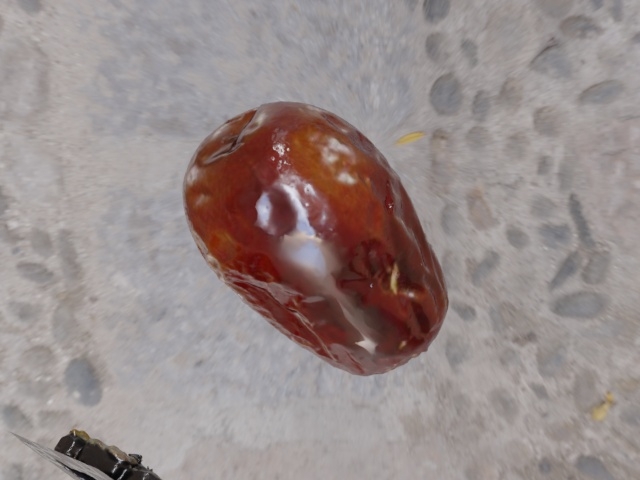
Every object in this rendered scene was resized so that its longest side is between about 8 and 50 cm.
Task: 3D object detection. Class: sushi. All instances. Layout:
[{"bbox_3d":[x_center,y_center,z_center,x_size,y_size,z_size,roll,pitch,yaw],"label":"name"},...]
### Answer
[{"bbox_3d":[-0.209,0.249,1.385,0.192,0.215,0.050,45,67,-33],"label":"sushi"}]

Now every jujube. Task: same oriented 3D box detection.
[{"bbox_3d":[0.000,0.000,1.374,0.223,0.223,0.318,-38,112,4],"label":"jujube"}]
